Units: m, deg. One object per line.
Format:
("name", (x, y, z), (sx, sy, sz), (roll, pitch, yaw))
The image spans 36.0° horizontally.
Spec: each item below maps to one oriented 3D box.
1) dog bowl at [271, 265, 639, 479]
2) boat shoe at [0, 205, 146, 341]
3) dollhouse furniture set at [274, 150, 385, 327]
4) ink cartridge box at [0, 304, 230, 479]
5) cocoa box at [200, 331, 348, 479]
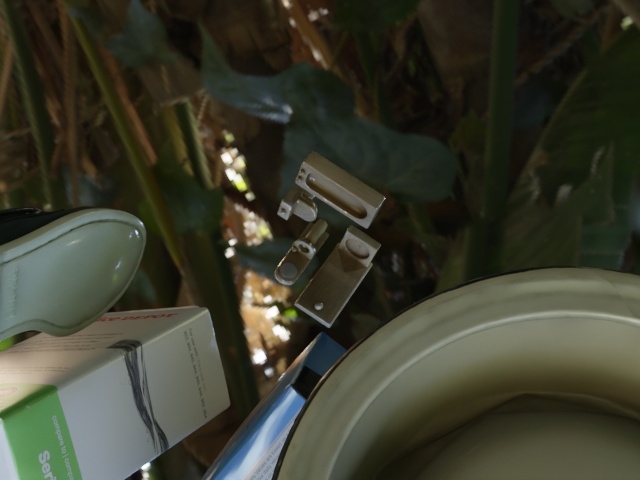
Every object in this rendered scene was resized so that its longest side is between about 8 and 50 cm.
("dog bowl", (0.169, 0.225, 0.649), (0.408, 0.408, 0.150), (-30, 148, -16))
("boat shoe", (-0.279, 0.027, 0.848), (0.113, 0.127, 0.340), (22, -156, 18))
("dollhouse furniture set", (0.000, 0.000, 1.298), (0.123, 0.144, 0.151), (-53, 174, -34))
("ink cartridge box", (-0.248, 0.161, 0.937), (0.198, 0.115, 0.273), (-6, -168, 34))
("cocoa box", (0.005, 0.262, 0.973), (0.231, 0.228, 0.347), (-52, 178, 4))
